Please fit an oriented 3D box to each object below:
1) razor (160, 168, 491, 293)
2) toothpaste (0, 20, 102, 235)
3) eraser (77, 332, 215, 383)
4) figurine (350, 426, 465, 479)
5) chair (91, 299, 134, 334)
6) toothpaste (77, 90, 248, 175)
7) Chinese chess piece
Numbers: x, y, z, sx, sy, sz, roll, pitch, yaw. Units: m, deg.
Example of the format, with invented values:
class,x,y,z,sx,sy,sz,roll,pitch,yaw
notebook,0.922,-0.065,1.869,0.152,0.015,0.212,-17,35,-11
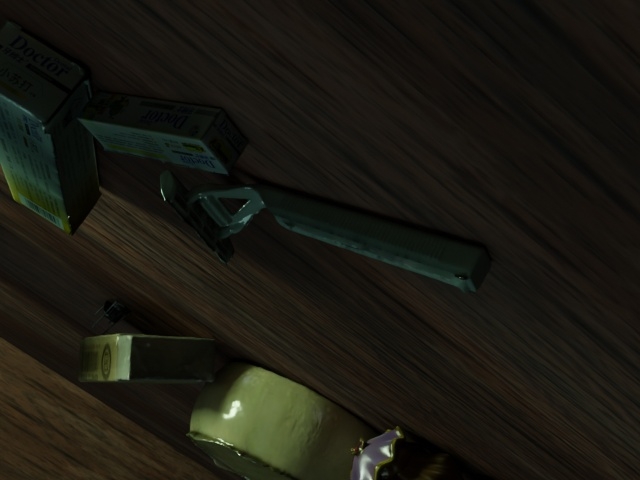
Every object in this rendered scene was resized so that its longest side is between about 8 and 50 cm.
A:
class,x,y,z,sx,sy,sz,roll,pitch,yaw
razor,0.005,-0.009,0.785,0.278,0.056,0.111,10,154,30
toothpaste,-0.267,-0.093,0.936,0.089,0.071,0.313,33,161,1
eraser,-0.288,0.194,1.570,0.144,0.078,0.343,5,171,-25
figurine,0.151,0.362,1.338,0.263,0.142,0.189,31,129,5
chair,-0.346,0.119,1.623,0.037,0.042,0.086,38,124,-23
toothpaste,-0.134,-0.089,0.799,0.164,0.034,0.046,14,154,40
Chinese chess piece,-0.046,0.328,1.534,0.338,0.140,0.338,26,161,10
